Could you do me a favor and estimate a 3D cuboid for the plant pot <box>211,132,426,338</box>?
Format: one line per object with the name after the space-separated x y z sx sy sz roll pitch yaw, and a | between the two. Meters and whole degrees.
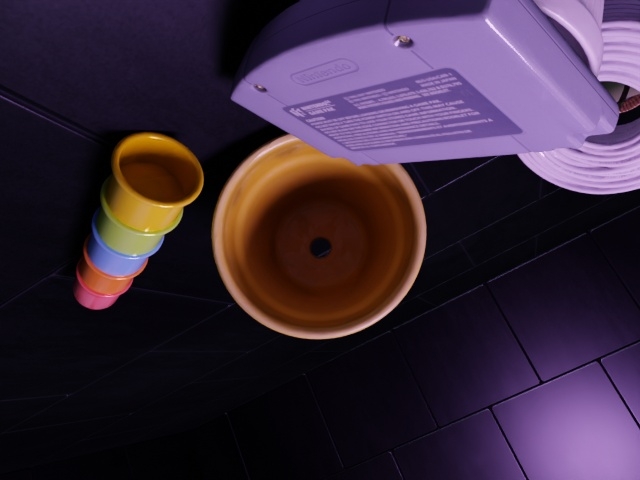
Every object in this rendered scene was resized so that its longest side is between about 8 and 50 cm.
0.000 0.000 0.725 0.254 0.253 0.239 -24 174 -1 | plant pot

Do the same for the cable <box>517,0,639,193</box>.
0.368 -0.179 0.678 0.257 0.257 0.089 -20 -151 51 | cable

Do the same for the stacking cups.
-0.242 0.006 0.641 0.096 0.095 0.316 -8 154 -39 | stacking cups

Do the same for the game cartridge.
0.057 -0.129 0.440 0.198 0.062 0.297 29 166 -36 | game cartridge

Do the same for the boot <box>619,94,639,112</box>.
0.586 -0.287 0.922 0.085 0.059 0.158 -16 158 -36 | boot

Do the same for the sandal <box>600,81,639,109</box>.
0.393 -0.192 0.811 0.120 0.086 0.303 10 155 -39 | sandal

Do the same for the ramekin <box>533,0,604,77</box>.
0.131 -0.191 0.438 0.207 0.108 0.207 17 171 3 | ramekin
